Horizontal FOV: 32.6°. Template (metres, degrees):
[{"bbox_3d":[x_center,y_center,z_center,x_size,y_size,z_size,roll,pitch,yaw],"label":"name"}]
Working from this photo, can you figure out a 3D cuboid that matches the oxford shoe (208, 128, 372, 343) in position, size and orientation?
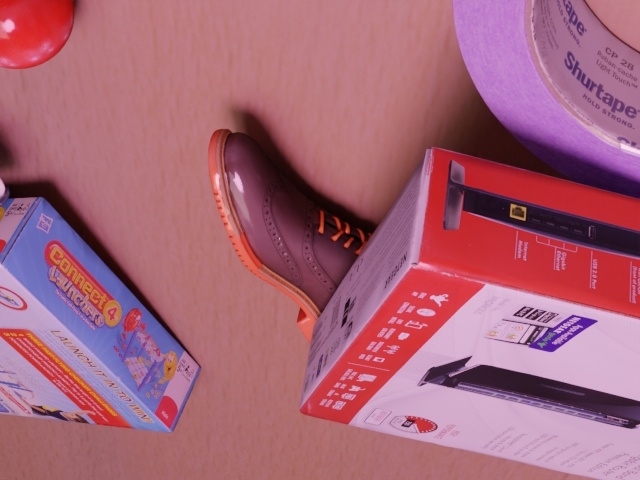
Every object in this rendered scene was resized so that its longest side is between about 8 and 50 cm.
[{"bbox_3d":[0.000,0.000,0.926,0.098,0.097,0.271,-18,132,23],"label":"oxford shoe"}]

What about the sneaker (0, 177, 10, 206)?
[{"bbox_3d":[-0.367,-0.026,1.011,0.153,0.235,0.094,-21,129,31],"label":"sneaker"}]

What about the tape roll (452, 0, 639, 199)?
[{"bbox_3d":[0.217,-0.139,0.612,0.274,0.090,0.275,18,141,15],"label":"tape roll"}]

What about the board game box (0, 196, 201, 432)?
[{"bbox_3d":[-0.337,0.086,1.198,0.302,0.086,0.308,-1,141,33],"label":"board game box"}]

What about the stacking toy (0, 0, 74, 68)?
[{"bbox_3d":[-0.272,-0.254,0.764,0.141,0.141,0.330,9,143,24],"label":"stacking toy"}]

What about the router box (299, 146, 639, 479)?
[{"bbox_3d":[0.166,0.076,0.787,0.301,0.082,0.335,13,155,-7],"label":"router box"}]
